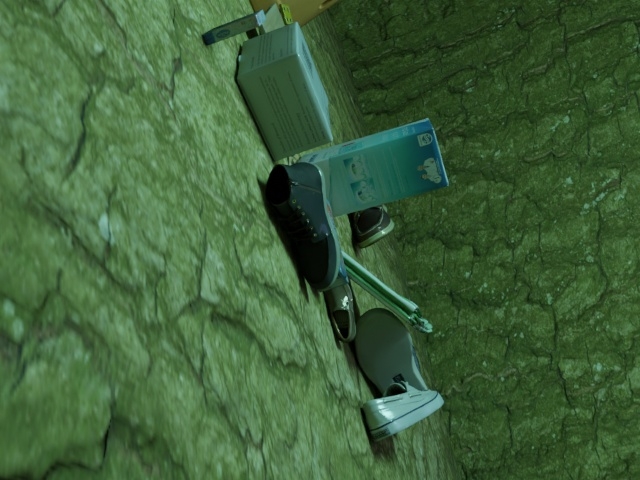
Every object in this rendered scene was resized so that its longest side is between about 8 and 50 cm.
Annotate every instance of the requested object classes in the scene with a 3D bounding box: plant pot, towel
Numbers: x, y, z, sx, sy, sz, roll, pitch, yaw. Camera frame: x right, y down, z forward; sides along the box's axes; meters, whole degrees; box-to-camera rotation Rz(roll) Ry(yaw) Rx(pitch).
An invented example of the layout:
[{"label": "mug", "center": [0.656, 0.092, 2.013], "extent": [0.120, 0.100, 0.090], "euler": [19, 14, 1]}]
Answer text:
[{"label": "plant pot", "center": [-0.068, -0.647, 1.695], "extent": [0.291, 0.203, 0.291], "euler": [-19, 90, -80]}, {"label": "towel", "center": [0.127, 0.109, 1.524], "extent": [0.247, 0.038, 0.325], "euler": [36, -1, 19]}]

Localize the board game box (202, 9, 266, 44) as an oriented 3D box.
[{"label": "board game box", "center": [-0.135, -0.340, 1.127], "extent": [0.090, 0.090, 0.020], "euler": [-82, 152, -66]}]

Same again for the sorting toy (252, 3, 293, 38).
[{"label": "sorting toy", "center": [-0.103, -0.424, 1.520], "extent": [0.275, 0.046, 0.132], "euler": [-73, 145, -54]}]

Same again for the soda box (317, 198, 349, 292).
[{"label": "soda box", "center": [0.000, 0.000, 1.329], "extent": [0.058, 0.062, 0.183], "euler": [52, 22, -60]}]

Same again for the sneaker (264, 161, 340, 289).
[{"label": "sneaker", "center": [-0.037, -0.021, 1.190], "extent": [0.118, 0.083, 0.222], "euler": [-8, 87, -61]}]

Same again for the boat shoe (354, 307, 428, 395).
[{"label": "boat shoe", "center": [0.141, 0.242, 1.568], "extent": [0.158, 0.127, 0.341], "euler": [-116, -177, -53]}]

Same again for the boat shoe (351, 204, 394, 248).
[{"label": "boat shoe", "center": [0.132, -0.080, 2.057], "extent": [0.123, 0.123, 0.342], "euler": [55, 14, -14]}]

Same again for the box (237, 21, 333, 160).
[{"label": "box", "center": [-0.064, -0.278, 1.315], "extent": [0.181, 0.119, 0.182], "euler": [-93, 163, -55]}]

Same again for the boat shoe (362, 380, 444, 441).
[{"label": "boat shoe", "center": [0.166, 0.334, 1.450], "extent": [0.267, 0.096, 0.088], "euler": [-8, 69, -54]}]

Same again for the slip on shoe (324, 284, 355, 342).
[{"label": "slip on shoe", "center": [0.037, 0.128, 1.350], "extent": [0.041, 0.051, 0.136], "euler": [29, 52, -79]}]

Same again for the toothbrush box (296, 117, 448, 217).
[{"label": "toothbrush box", "center": [0.105, -0.149, 1.487], "extent": [0.216, 0.295, 0.126], "euler": [-67, 139, -73]}]

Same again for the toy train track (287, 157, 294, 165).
[{"label": "toy train track", "center": [-0.066, -0.182, 1.433], "extent": [0.083, 0.014, 0.048], "euler": [56, 18, -54]}]
